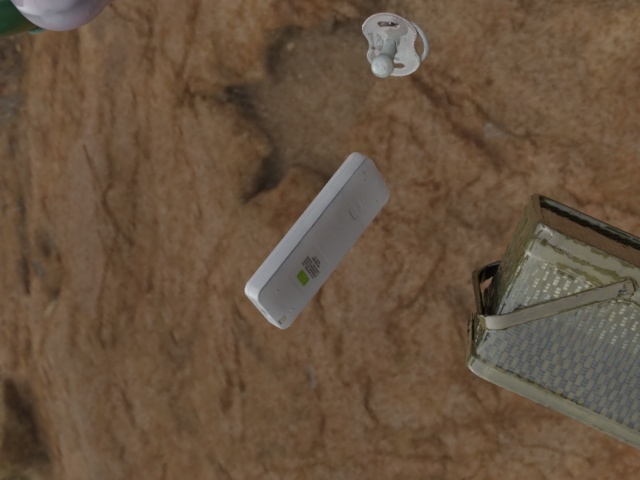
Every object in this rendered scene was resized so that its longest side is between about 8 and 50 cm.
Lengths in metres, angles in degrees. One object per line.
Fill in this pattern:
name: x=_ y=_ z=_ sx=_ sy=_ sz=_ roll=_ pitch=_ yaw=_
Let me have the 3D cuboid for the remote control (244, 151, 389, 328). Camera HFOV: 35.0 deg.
remote control: x=0.000 y=0.000 z=1.366 sx=0.034 sy=0.250 sz=0.103 roll=27 pitch=163 yaw=37

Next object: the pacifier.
pacifier: x=0.088 y=-0.230 z=1.247 sx=0.082 sy=0.078 sz=0.099 roll=9 pitch=141 yaw=21

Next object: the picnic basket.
picnic basket: x=0.262 y=0.077 z=0.881 sx=0.267 sy=0.165 sz=0.139 roll=24 pitch=105 yaw=3

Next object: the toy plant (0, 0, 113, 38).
toy plant: x=-0.149 y=-0.165 z=0.455 sx=0.233 sy=0.243 sz=0.112 roll=11 pitch=144 yaw=22
